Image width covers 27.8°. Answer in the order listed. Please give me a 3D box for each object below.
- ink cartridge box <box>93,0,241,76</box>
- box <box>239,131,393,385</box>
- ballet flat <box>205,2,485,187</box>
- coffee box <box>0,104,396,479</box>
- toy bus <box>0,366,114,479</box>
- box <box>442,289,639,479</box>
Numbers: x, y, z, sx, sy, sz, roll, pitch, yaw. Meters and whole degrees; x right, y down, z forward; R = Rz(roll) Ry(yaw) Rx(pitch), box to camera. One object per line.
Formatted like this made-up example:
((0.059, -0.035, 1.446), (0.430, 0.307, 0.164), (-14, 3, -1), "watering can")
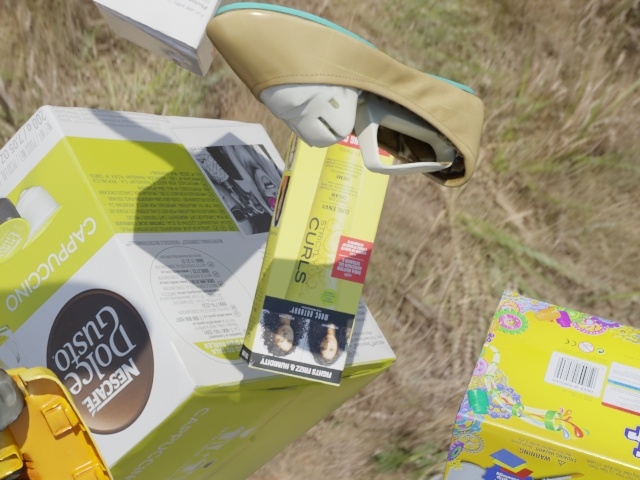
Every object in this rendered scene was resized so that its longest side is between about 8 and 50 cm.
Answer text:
((-0.082, -0.235, 0.953), (0.085, 0.148, 0.203), (26, 89, -2), "ink cartridge box")
((0.000, 0.000, 1.098), (0.087, 0.058, 0.232), (14, 90, -13), "box")
((0.026, -0.085, 0.822), (0.232, 0.080, 0.073), (14, 72, -40), "ballet flat")
((-0.196, 0.095, 1.379), (0.337, 0.338, 0.334), (-42, 68, 28), "coffee box")
((-0.264, 0.159, 0.869), (0.220, 0.211, 0.150), (-26, 110, -12), "toy bus")
((0.262, 0.237, 1.167), (0.289, 0.279, 0.177), (15, 40, 13), "box")
